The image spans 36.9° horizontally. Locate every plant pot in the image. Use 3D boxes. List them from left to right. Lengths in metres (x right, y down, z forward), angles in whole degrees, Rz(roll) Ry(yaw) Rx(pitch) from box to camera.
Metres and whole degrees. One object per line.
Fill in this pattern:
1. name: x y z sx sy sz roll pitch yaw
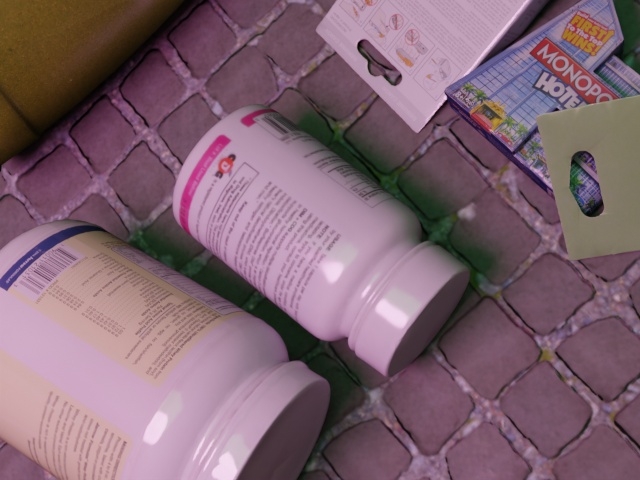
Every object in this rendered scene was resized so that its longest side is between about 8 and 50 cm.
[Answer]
1. plant pot: -0.314 -0.316 1.055 0.353 0.366 0.366 -32 71 -5

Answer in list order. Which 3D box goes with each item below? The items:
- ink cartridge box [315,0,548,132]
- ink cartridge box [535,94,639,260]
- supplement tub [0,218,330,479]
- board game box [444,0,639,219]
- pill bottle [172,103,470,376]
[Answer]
1. ink cartridge box: 0.130 -0.265 1.056 0.189 0.066 0.232 49 120 20
2. ink cartridge box: 0.334 -0.058 0.889 0.235 0.056 0.171 -11 115 18
3. supplement tub: -0.178 0.145 0.952 0.324 0.235 0.235 28 87 19
4. board game box: 0.266 -0.155 0.988 0.194 0.060 0.194 -46 71 3
5. pill bottle: 0.000 0.000 0.974 0.283 0.160 0.160 38 90 20
